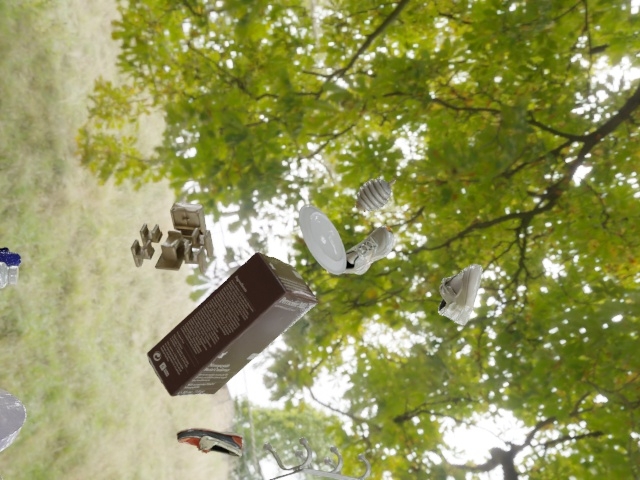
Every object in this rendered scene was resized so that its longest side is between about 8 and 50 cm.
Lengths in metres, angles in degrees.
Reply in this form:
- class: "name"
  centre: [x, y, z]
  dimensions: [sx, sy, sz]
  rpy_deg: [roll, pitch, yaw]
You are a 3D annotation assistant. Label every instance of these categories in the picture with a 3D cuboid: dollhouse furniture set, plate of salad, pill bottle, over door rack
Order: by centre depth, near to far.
- class: "over door rack"
  centre: [-0.074, 0.579, 1.406]
  dimensions: [0.324, 0.240, 0.108]
  rpy_deg: [-40, -137, 22]
- class: "pill bottle"
  centre: [-0.808, 0.085, 1.418]
  dimensions: [0.067, 0.120, 0.067]
  rpy_deg: [-177, -90, -68]
- class: "plate of salad"
  centre: [0.000, 0.000, 1.480]
  dimensions: [0.048, 0.200, 0.199]
  rpy_deg: [-30, -104, 26]
- class: "dollhouse furniture set"
  centre: [-0.436, 0.020, 1.812]
  dimensions: [0.242, 0.212, 0.161]
  rpy_deg: [-78, 171, -48]

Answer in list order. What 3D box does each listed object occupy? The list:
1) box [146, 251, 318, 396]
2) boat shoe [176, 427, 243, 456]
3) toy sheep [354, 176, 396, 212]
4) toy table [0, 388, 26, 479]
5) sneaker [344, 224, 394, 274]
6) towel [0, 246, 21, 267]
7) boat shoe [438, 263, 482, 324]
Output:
- class: "box"
  centre: [-0.210, 0.212, 1.415]
  dimensions: [0.143, 0.381, 0.191]
  rpy_deg: [50, 10, 25]
- class: "boat shoe"
  centre: [-0.220, 0.404, 1.157]
  dimensions: [0.049, 0.137, 0.043]
  rpy_deg: [128, -31, -46]
- class: "toy sheep"
  centre: [0.144, -0.124, 1.539]
  dimensions: [0.132, 0.091, 0.091]
  rpy_deg: [-41, -116, 23]
- class: "toy table"
  centre: [-0.612, 0.348, 0.948]
  dimensions: [0.274, 0.252, 0.160]
  rpy_deg: [107, 6, -87]
- class: "sneaker"
  centre: [0.159, 0.043, 2.091]
  dimensions: [0.262, 0.121, 0.099]
  rpy_deg: [-51, -120, 36]
- class: "towel"
  centre: [-1.016, 0.096, 1.595]
  dimensions: [0.076, 0.228, 0.308]
  rpy_deg: [59, 15, 9]
- class: "boat shoe"
  centre: [0.234, 0.089, 0.992]
  dimensions: [0.063, 0.066, 0.184]
  rpy_deg: [15, -20, 13]
